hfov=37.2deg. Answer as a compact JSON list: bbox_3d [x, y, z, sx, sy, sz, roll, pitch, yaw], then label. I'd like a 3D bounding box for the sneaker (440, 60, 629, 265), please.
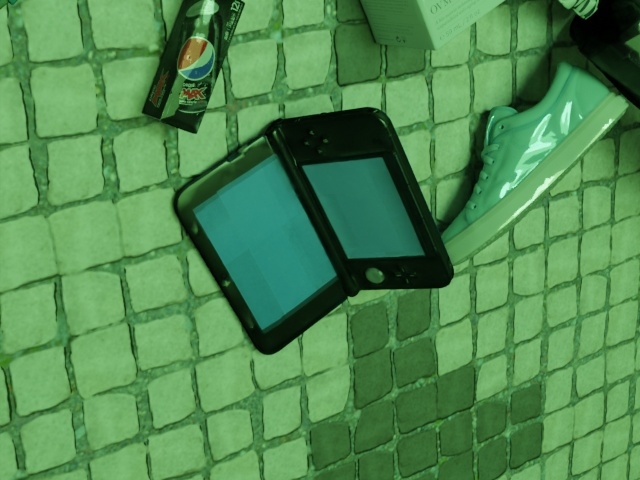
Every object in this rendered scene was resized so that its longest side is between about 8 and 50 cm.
[{"bbox_3d":[0.289,-0.121,1.459,0.366,0.150,0.135,-44,169,0],"label":"sneaker"}]

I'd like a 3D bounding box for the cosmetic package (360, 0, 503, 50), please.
[{"bbox_3d":[0.152,-0.405,1.243,0.224,0.138,0.225,-39,121,-19],"label":"cosmetic package"}]

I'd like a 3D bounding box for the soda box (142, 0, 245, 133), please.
[{"bbox_3d":[-0.152,-0.217,1.135,0.053,0.060,0.169,18,94,-36],"label":"soda box"}]

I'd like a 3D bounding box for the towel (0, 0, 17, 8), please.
[{"bbox_3d":[-0.299,-0.458,0.973,0.370,0.040,0.271,-52,127,-13],"label":"towel"}]

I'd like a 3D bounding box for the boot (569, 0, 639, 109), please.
[{"bbox_3d":[0.573,-0.229,1.557,0.445,0.367,0.146,34,102,-15],"label":"boot"}]

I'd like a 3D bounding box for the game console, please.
[{"bbox_3d":[0.000,0.000,1.248,0.173,0.250,0.293,-58,133,-40],"label":"game console"}]

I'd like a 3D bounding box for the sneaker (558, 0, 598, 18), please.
[{"bbox_3d":[0.401,-0.407,1.365,0.153,0.094,0.235,-42,165,24],"label":"sneaker"}]
